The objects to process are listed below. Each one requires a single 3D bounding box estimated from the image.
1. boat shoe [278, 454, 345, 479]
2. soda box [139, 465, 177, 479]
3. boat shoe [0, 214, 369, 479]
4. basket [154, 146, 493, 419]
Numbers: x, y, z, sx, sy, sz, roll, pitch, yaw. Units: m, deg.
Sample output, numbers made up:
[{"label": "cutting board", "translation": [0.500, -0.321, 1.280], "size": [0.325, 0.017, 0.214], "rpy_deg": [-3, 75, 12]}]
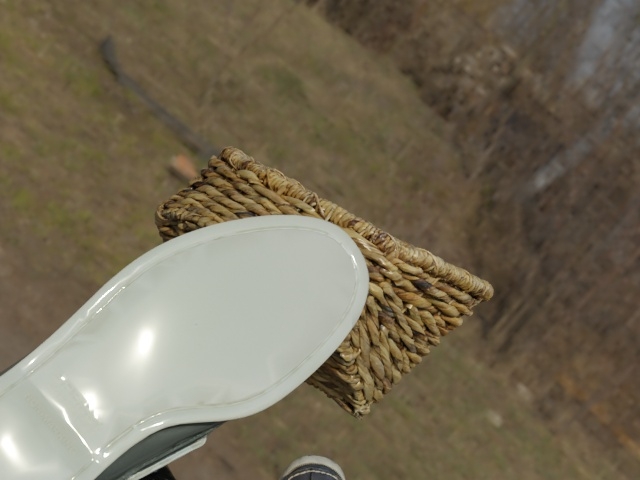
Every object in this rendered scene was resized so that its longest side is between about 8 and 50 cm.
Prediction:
[{"label": "boat shoe", "translation": [-0.031, 0.267, 1.076], "size": [0.075, 0.206, 0.065], "rpy_deg": [17, 17, -8]}, {"label": "soda box", "translation": [-0.147, 0.179, 1.020], "size": [0.060, 0.053, 0.169], "rpy_deg": [21, 0, -17]}, {"label": "boat shoe", "translation": [-0.116, 0.086, 0.850], "size": [0.116, 0.319, 0.099], "rpy_deg": [57, -18, 1]}, {"label": "basket", "translation": [0.000, 0.000, 1.493], "size": [0.299, 0.223, 0.213], "rpy_deg": [30, -30, 38]}]
